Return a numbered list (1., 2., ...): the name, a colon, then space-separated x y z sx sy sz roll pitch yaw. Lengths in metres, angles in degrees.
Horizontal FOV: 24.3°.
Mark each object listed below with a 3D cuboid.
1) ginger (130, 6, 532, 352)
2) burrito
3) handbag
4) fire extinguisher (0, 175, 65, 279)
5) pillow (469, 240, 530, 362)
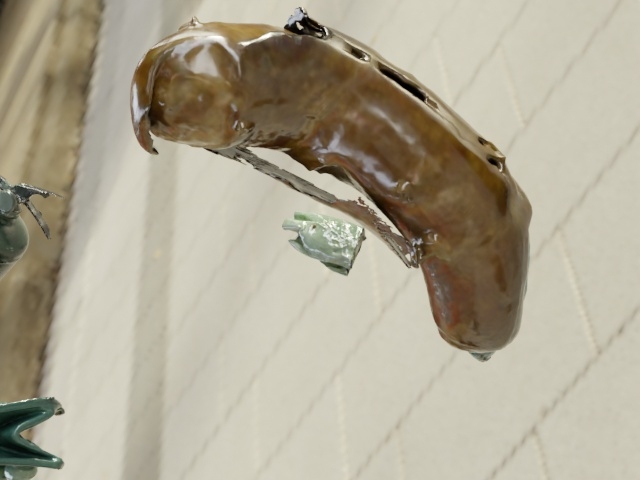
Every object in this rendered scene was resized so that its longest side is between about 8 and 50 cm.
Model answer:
1. ginger: 0.027 -0.050 0.946 0.133 0.309 0.107 -63 14 -16
2. burrito: 0.002 -0.003 2.018 0.074 0.118 0.044 -60 -17 -27
3. handbag: -0.434 0.229 1.605 0.269 0.274 0.100 -12 81 60
4. fire extinguisher: -0.388 0.023 1.599 0.294 0.118 0.093 -45 -5 24
5. pillow: 0.229 0.047 2.031 0.086 0.214 0.233 -3 29 26
